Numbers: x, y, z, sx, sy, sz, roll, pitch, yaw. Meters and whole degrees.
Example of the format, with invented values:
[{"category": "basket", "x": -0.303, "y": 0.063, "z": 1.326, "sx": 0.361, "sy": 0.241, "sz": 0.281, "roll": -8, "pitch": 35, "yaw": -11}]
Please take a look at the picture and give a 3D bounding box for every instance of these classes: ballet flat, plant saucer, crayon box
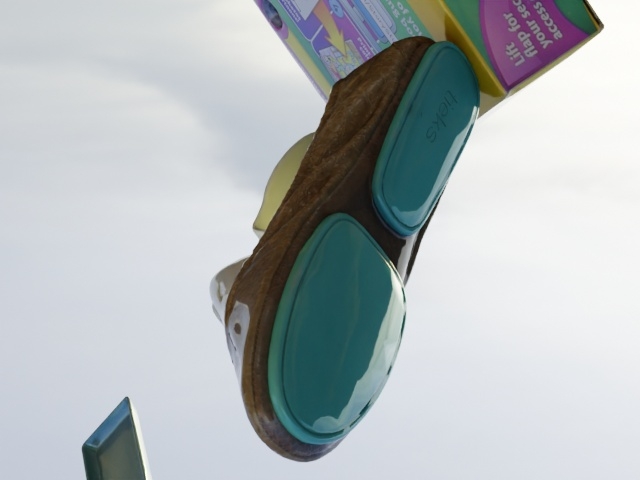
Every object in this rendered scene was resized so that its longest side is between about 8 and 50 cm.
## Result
[{"category": "ballet flat", "x": 0.000, "y": 0.000, "z": 0.881, "sx": 0.124, "sy": 0.116, "sz": 0.342, "roll": -12, "pitch": -138, "yaw": 37}, {"category": "plant saucer", "x": -0.158, "y": 0.209, "z": 1.124, "sx": 0.018, "sy": 0.067, "sz": 0.192, "roll": 33, "pitch": -162, "yaw": -32}, {"category": "crayon box", "x": 0.027, "y": -0.244, "z": 1.097, "sx": 0.106, "sy": 0.363, "sz": 0.313, "roll": -35, "pitch": 179, "yaw": -17}]
